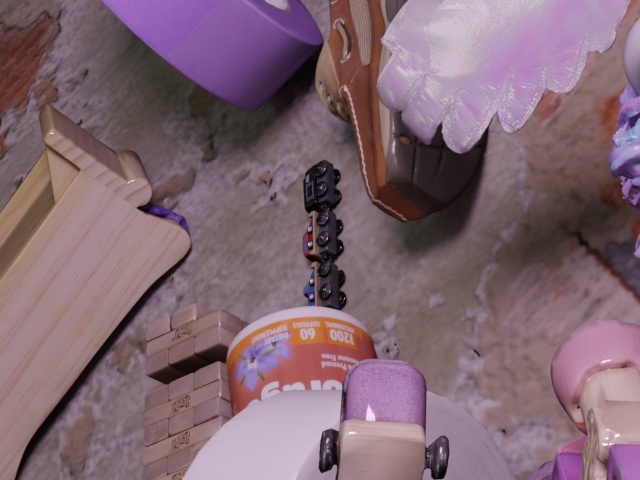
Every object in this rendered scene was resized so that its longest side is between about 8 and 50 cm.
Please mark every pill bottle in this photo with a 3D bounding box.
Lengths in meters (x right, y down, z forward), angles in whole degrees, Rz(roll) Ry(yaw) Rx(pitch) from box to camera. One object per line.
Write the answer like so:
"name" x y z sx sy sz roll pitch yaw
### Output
"pill bottle" -0.003 0.169 1.258 0.121 0.121 0.216 -32 48 26

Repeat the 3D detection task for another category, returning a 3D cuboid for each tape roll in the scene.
"tape roll" 0.023 0.239 1.071 0.100 0.286 0.286 -5 63 41
"tape roll" -0.126 -0.247 1.508 0.090 0.275 0.275 -45 43 13

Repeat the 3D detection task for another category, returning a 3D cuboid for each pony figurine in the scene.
"pony figurine" 0.233 -0.123 1.006 0.351 0.303 0.363 -57 14 22

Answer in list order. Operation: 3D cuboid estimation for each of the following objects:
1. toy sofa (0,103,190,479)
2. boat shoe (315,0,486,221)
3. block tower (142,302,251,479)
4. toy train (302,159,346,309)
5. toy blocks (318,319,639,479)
"toy sofa" -0.296 0.062 1.603 0.362 0.177 0.150 -54 17 5
"boat shoe" 0.061 -0.145 1.401 0.120 0.122 0.324 -30 40 34
"block tower" -0.086 0.214 1.330 0.091 0.097 0.335 -26 52 31
"toy train" 0.000 0.000 1.427 0.036 0.027 0.158 -28 49 34
"toy blocks" 0.139 0.178 0.952 0.260 0.309 0.288 -92 8 -67
